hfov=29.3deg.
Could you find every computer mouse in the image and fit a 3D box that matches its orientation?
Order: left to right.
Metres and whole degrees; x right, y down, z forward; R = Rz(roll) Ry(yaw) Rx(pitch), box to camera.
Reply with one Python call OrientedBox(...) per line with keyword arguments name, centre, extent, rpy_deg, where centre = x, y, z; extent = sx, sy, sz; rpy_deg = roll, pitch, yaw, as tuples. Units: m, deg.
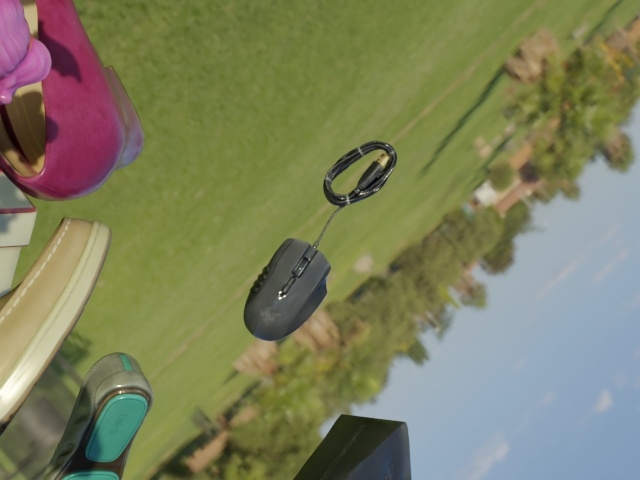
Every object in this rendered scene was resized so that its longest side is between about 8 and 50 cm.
OrientedBox(name="computer mouse", centre=(0.000, 0.000, 1.253), extent=(0.242, 0.071, 0.041), rpy_deg=(-58, 180, 3))

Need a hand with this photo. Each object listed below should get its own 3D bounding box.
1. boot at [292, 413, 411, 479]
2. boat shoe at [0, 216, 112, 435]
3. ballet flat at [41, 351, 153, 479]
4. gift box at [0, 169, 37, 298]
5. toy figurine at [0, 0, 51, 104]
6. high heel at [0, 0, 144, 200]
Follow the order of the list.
OrientedBox(name="boot", centre=(-0.028, 0.422, 1.315), extent=(0.445, 0.146, 0.367), rpy_deg=(-39, 144, -68))
OrientedBox(name="boat shoe", centre=(-0.249, 0.096, 0.811), extent=(0.302, 0.098, 0.109), rpy_deg=(-57, -172, -17))
OrientedBox(name="ballet flat", centre=(-0.214, 0.193, 1.138), extent=(0.072, 0.068, 0.213), rpy_deg=(12, 121, -33))
OrientedBox(name="gift box", centre=(-0.480, -0.020, 1.280), extent=(0.255, 0.276, 0.258), rpy_deg=(-9, 131, -45))
OrientedBox(name="toy figurine", centre=(-0.156, -0.078, 0.456), extent=(0.159, 0.173, 0.130), rpy_deg=(-33, -145, -29))
OrientedBox(name="high heel", centre=(-0.253, -0.199, 0.853), extent=(0.127, 0.377, 0.181), rpy_deg=(-37, -177, 11))
